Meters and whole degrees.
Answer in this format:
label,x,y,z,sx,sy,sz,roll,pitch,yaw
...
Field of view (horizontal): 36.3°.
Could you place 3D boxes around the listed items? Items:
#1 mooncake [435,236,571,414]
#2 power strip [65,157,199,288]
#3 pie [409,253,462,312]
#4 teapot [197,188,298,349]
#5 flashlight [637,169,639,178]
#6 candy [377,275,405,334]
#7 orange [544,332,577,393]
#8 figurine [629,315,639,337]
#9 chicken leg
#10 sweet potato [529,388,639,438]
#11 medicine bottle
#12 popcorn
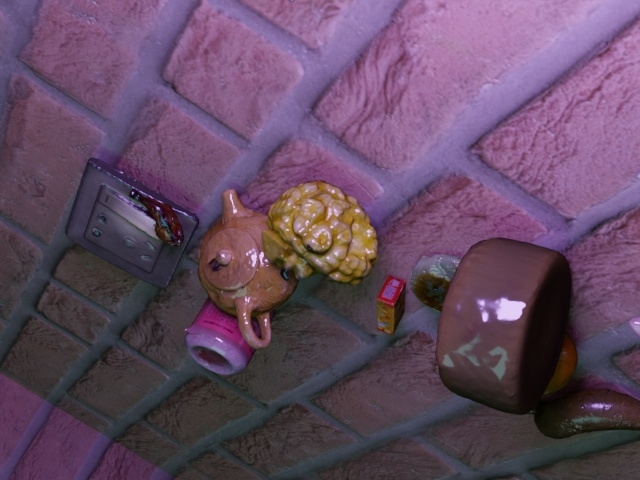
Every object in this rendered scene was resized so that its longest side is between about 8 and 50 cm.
label,x,y,z,sx,sy,sz,roll,pitch,yaw
mooncake,0.302,0.137,1.614,0.156,0.284,0.284,16,147,29
power strip,-0.392,-0.043,2.054,0.257,0.092,0.251,31,140,-3
pie,0.252,0.091,1.807,0.187,0.041,0.187,20,147,14
teapot,-0.148,0.053,1.854,0.203,0.311,0.167,-14,166,23
flashlight,0.472,-0.112,1.364,0.018,0.018,0.083,27,149,2
candy,0.139,0.129,1.927,0.038,0.062,0.122,19,148,16
orange,0.394,0.216,1.802,0.156,0.124,0.156,16,145,12
figurine,0.577,0.141,1.566,0.138,0.125,0.125,47,145,-11
chicken leg,-0.321,-0.048,1.943,0.062,0.037,0.145,-22,109,24
sweet potato,0.518,0.342,1.922,0.310,0.098,0.124,-10,154,43
medicine bottle,-0.168,0.146,2.009,0.147,0.247,0.147,21,148,14
popcorn,-0.001,-0.003,1.739,0.189,0.169,0.218,-12,127,47
